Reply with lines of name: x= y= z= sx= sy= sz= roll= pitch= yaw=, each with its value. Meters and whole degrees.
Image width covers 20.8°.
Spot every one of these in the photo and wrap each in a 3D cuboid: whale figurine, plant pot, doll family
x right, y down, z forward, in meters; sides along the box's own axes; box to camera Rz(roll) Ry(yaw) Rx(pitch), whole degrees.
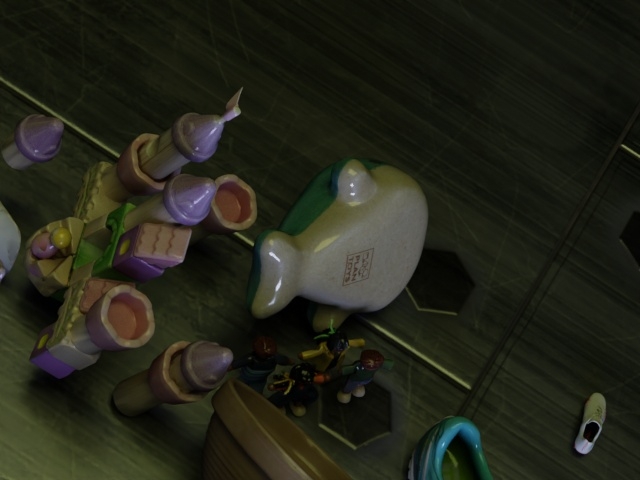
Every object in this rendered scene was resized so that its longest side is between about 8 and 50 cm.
whale figurine: x=0.000 y=0.000 z=1.962 sx=0.141 sy=0.216 sz=0.272 roll=28 pitch=32 yaw=33
plant pot: x=-0.046 y=0.262 z=1.819 sx=0.237 sy=0.237 sz=0.110 roll=44 pitch=93 yaw=9
doll family: x=-0.016 y=0.140 z=1.929 sx=0.193 sy=0.111 sz=0.076 roll=-17 pitch=68 yaw=-24

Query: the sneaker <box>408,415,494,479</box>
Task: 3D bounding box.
sneaker: x=0.153 y=0.321 z=1.882 sx=0.107 sy=0.110 sz=0.275 roll=-2 pitch=64 yaw=-18

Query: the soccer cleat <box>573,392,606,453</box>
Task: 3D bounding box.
soccer cleat: x=0.318 y=0.211 z=2.036 sx=0.029 sy=0.036 sz=0.083 roll=27 pitch=58 yaw=-1

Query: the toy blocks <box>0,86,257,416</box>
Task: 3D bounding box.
toy blocks: x=-0.202 y=-0.009 z=1.813 sx=0.309 sy=0.260 sz=0.289 roll=31 pitch=55 yaw=-27

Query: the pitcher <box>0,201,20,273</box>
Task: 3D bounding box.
pitcher: x=-0.450 y=-0.038 z=1.898 sx=0.207 sy=0.125 sz=0.178 roll=-3 pitch=52 yaw=-30
